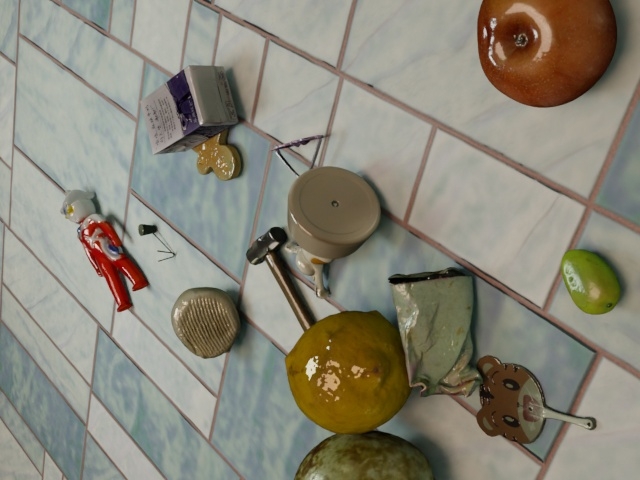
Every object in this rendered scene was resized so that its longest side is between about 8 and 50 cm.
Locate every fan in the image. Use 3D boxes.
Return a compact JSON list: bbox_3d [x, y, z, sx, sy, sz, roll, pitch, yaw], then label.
[{"bbox_3d":[0.355,0.283,1.319,0.227,0.008,0.152,9,106,46],"label":"fan"}]

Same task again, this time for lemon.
[{"bbox_3d":[0.056,0.246,1.462,0.233,0.234,0.288,69,157,8],"label":"lemon"}]

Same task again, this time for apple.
[{"bbox_3d":[0.308,-0.287,1.103,0.201,0.162,0.201,12,107,43],"label":"apple"}]

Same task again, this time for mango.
[{"bbox_3d":[0.402,0.060,1.174,0.108,0.056,0.073,55,128,25],"label":"mango"}]

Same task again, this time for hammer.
[{"bbox_3d":[-0.042,0.147,1.683,0.111,0.044,0.365,-42,72,42],"label":"hammer"}]

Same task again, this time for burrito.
[{"bbox_3d":[0.202,0.163,1.377,0.144,0.089,0.228,-7,97,4],"label":"burrito"}]

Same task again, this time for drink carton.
[{"bbox_3d":[-0.298,-0.287,1.748,0.222,0.102,0.134,-19,86,45],"label":"drink carton"}]

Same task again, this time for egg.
[{"bbox_3d":[0.083,0.477,1.494,0.290,0.238,0.238,-29,78,21],"label":"egg"}]

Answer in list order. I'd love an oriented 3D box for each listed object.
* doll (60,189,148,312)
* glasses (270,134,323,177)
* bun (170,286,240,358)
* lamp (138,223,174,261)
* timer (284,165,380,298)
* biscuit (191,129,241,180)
[{"bbox_3d":[-0.621,0.009,2.218,0.384,0.099,0.188,56,134,16],"label":"doll"},{"bbox_3d":[-0.035,-0.151,1.575,0.140,0.063,0.103,-6,97,48],"label":"glasses"},{"bbox_3d":[-0.271,0.190,1.872,0.113,0.167,0.173,-98,16,-77],"label":"bun"},{"bbox_3d":[-0.426,0.001,2.041,0.121,0.054,0.041,54,133,32],"label":"lamp"},{"bbox_3d":[0.000,0.000,1.542,0.175,0.175,0.266,56,152,21],"label":"timer"},{"bbox_3d":[-0.257,-0.225,1.810,0.234,0.030,0.153,45,129,29],"label":"biscuit"}]
